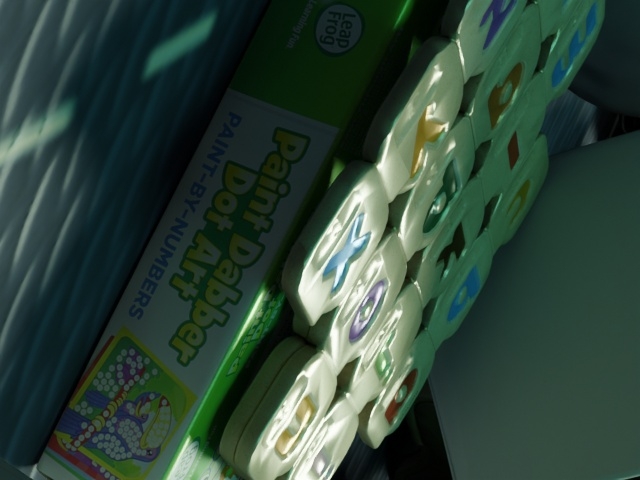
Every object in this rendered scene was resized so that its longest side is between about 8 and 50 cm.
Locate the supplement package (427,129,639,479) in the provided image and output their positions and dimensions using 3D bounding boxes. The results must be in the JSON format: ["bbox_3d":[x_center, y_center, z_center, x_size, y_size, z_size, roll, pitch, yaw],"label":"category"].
[{"bbox_3d":[0.210,0.025,0.983,0.177,0.293,0.175,2,73,-72],"label":"supplement package"}]

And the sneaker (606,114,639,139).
[{"bbox_3d":[0.263,-0.076,1.430,0.232,0.090,0.081,138,-25,-72],"label":"sneaker"}]

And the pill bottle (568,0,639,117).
[{"bbox_3d":[0.216,-0.177,1.003,0.246,0.136,0.136,-43,155,-47],"label":"pill bottle"}]

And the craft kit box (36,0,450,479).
[{"bbox_3d":[0.000,0.000,0.794,0.250,0.061,0.246,-63,166,3],"label":"craft kit box"}]

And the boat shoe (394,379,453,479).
[{"bbox_3d":[0.120,0.130,1.256,0.103,0.113,0.302,-61,168,-21],"label":"boat shoe"}]

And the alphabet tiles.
[{"bbox_3d":[0.046,-0.013,0.782,0.284,0.021,0.278,-58,163,-11],"label":"alphabet tiles"}]

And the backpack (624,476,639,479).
[{"bbox_3d":[0.276,0.105,1.375,0.225,0.253,0.191,-34,-162,19],"label":"backpack"}]

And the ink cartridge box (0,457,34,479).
[{"bbox_3d":[-0.132,0.189,0.658,0.134,0.078,0.231,-51,160,-31],"label":"ink cartridge box"}]
